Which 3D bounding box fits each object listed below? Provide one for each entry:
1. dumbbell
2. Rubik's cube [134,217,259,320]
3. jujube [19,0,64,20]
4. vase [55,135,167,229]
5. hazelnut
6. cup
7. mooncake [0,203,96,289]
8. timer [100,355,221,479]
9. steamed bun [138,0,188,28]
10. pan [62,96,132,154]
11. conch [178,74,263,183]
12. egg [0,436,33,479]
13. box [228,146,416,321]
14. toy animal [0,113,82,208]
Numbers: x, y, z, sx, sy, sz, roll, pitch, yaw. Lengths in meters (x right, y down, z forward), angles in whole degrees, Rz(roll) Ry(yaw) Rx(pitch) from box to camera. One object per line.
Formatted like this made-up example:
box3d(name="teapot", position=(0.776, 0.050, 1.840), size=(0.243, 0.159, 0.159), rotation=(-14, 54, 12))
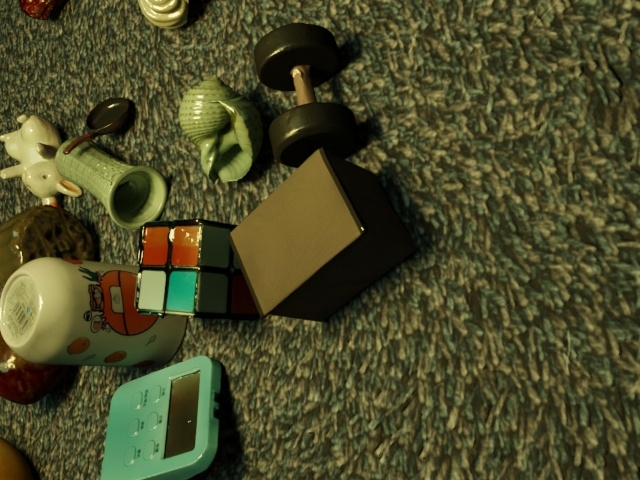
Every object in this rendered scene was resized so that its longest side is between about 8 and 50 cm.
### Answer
box3d(name="dumbbell", position=(-0.027, -0.252, 1.419), size=(0.152, 0.152, 0.218), rotation=(-26, 66, 35))
box3d(name="Rubik's cube", position=(-0.228, 0.058, 1.531), size=(0.183, 0.167, 0.180), rotation=(-4, 81, 41))
box3d(name="jujube", position=(-0.704, -0.679, 2.075), size=(0.168, 0.168, 0.236), rotation=(43, 117, 37))
box3d(name="vase", position=(-0.476, -0.142, 1.803), size=(0.299, 0.143, 0.143), rotation=(29, 101, 42))
box3d(name="hazelnut", position=(-0.667, 0.258, 1.873), size=(0.218, 0.218, 0.233), rotation=(-17, 53, 38))
box3d(name="cup", position=(-0.455, 0.146, 1.611), size=(0.212, 0.317, 0.212), rotation=(-8, 78, 40))
box3d(name="mooncake", position=(-0.616, 0.032, 1.830), size=(0.124, 0.228, 0.228), rotation=(-25, 67, 38))
box3d(name="timer", position=(-0.298, 0.350, 1.551), size=(0.250, 0.091, 0.231), rotation=(-32, 41, 28))
box3d(name="steamed bun", position=(-0.337, -0.542, 1.723), size=(0.183, 0.106, 0.182), rotation=(175, 90, -78))
box3d(name="pan", position=(-0.506, -0.252, 1.840), size=(0.115, 0.040, 0.212), rotation=(5, 46, 33))
box3d(name="conch", position=(-0.183, -0.218, 1.566), size=(0.172, 0.131, 0.200), rotation=(7, 129, 19))
box3d(name="egg", position=(-0.796, 0.579, 1.876), size=(0.250, 0.250, 0.322), rotation=(-58, 42, 17))
box3d(name="box", position=(0.000, 0.000, 1.356), size=(0.252, 0.153, 0.188), rotation=(-42, 57, 28))
box3d(name="toy animal", position=(-0.683, -0.173, 1.980), size=(0.140, 0.138, 0.282), rotation=(-31, 65, 28))
